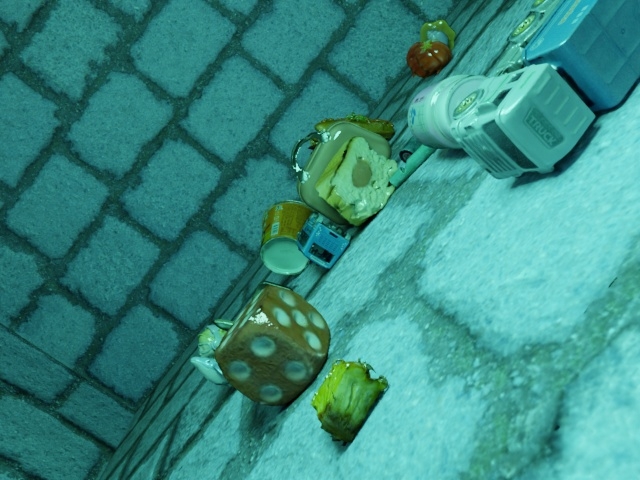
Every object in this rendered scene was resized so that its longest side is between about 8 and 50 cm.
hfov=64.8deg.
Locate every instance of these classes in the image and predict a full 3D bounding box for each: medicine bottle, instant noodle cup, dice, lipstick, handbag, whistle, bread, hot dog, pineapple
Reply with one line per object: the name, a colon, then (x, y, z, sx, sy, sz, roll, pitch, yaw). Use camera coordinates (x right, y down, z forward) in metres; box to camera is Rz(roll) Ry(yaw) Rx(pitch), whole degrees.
medicine bottle: (0.284, -0.269, 1.072, 0.152, 0.152, 0.254, -51, 10, 6)
instant noodle cup: (-0.111, 0.000, 1.780, 0.230, 0.230, 0.182, -46, 21, 32)
dice: (-0.097, 0.211, 1.022, 0.174, 0.179, 0.175, -48, 13, 22)
lipstick: (0.304, -0.316, 1.459, 0.234, 0.053, 0.053, -54, 9, -26)
handbag: (0.042, -0.226, 1.555, 0.301, 0.283, 0.149, -61, 18, 11)
whistle: (0.256, -0.216, 1.343, 0.186, 0.039, 0.039, -46, 11, 31)
bread: (0.105, -0.157, 1.400, 0.224, 0.184, 0.211, -53, 11, 11)
hot dog: (0.124, -0.432, 1.999, 0.349, 0.117, 0.158, -8, -13, -20)
pineapple: (0.032, 0.231, 0.714, 0.137, 0.069, 0.116, -55, 10, 43)

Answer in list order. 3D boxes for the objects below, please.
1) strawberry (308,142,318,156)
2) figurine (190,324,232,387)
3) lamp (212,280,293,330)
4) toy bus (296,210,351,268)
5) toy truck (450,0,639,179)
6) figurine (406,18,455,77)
strawberry: (0.064, -0.248, 1.892, 0.274, 0.221, 0.274, 173, 90, -86)
figurine: (-0.270, 0.328, 1.450, 0.209, 0.183, 0.128, -7, -18, -33)
lamp: (-0.184, 0.210, 1.400, 0.283, 0.203, 0.124, -88, 17, -67)
toy bus: (0.000, 0.000, 1.525, 0.134, 0.114, 0.246, -58, 11, 2)
toy truck: (0.357, -0.262, 0.728, 0.367, 0.146, 0.175, -53, 14, -5)
figurine: (0.465, -0.789, 2.126, 0.208, 0.181, 0.257, 2, 43, 27)
